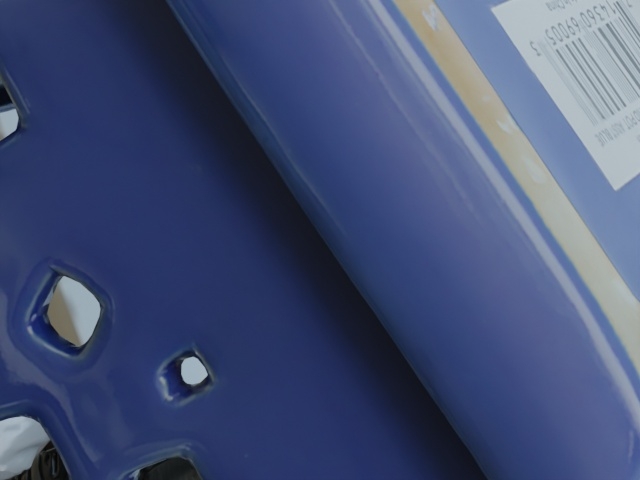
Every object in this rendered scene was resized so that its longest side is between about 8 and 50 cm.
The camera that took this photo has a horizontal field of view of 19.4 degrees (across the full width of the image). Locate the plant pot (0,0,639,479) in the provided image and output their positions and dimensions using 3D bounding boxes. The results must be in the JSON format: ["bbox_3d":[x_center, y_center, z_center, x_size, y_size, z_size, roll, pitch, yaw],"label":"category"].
[{"bbox_3d":[0.000,0.000,0.536,0.236,0.212,0.236,56,32,2],"label":"plant pot"}]

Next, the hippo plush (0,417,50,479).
[{"bbox_3d":[-0.256,0.006,0.903,0.234,0.294,0.236,-93,-164,-49],"label":"hippo plush"}]

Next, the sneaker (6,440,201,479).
[{"bbox_3d":[-0.055,0.134,1.014,0.130,0.286,0.109,49,32,-41],"label":"sneaker"}]
